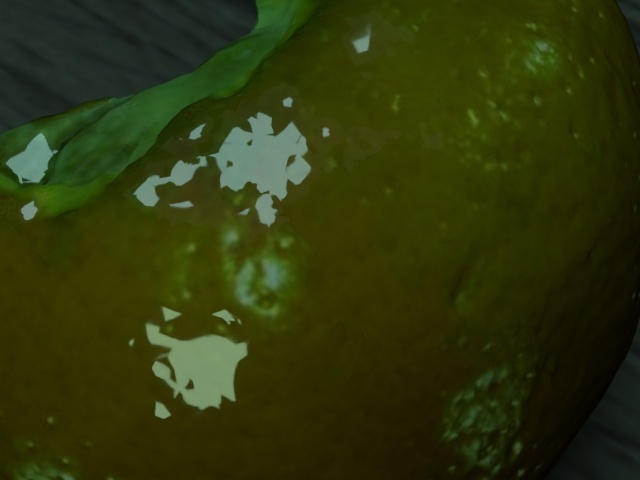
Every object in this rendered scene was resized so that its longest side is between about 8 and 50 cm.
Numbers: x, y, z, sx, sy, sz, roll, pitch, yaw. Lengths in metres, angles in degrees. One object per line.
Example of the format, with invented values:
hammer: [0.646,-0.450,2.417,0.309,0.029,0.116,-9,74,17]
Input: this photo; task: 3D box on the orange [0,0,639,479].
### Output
orange: [0.006,0.001,0.510,0.158,0.179,0.237,31,53,23]
